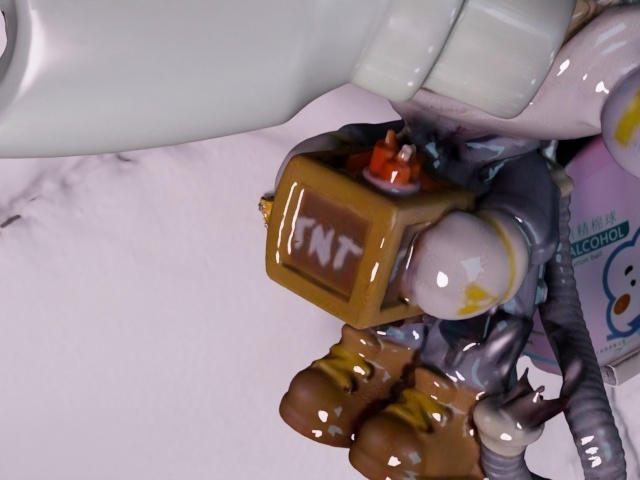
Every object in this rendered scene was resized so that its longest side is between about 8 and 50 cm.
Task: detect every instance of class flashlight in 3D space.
[{"bbox_3d":[0.222,0.072,0.919,0.083,0.018,0.018,-26,112,-25],"label":"flashlight"}]

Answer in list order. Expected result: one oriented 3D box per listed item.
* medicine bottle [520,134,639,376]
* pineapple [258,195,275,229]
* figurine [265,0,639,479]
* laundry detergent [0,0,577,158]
[{"bbox_3d":[0.146,-0.028,0.804,0.119,0.094,0.188,-23,112,-27],"label":"medicine bottle"},{"bbox_3d":[0.000,0.000,0.767,0.083,0.019,0.045,9,93,-35],"label":"pineapple"},{"bbox_3d":[0.072,-0.068,0.663,0.186,0.261,0.382,-5,117,-58],"label":"figurine"},{"bbox_3d":[-0.103,-0.133,0.515,0.398,0.125,0.264,23,92,-5],"label":"laundry detergent"}]
